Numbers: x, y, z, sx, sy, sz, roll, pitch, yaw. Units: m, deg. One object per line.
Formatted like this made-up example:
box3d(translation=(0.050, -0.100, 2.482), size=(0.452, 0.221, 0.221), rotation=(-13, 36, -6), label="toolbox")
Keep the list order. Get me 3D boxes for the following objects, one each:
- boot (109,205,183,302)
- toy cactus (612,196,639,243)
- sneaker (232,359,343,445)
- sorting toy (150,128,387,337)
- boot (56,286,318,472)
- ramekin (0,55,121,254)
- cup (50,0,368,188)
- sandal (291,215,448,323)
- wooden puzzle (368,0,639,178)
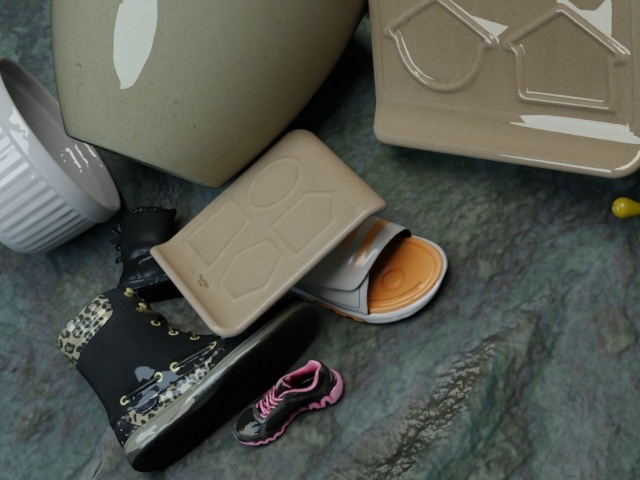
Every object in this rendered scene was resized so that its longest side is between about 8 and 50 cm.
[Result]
box3d(translation=(-0.162, 0.011, 2.042), size=(0.121, 0.045, 0.099), rotation=(-11, 58, 18), label="boot")
box3d(translation=(0.384, -0.061, 1.864), size=(0.219, 0.112, 0.180), rotation=(18, 50, 31), label="toy cactus")
box3d(translation=(-0.038, 0.154, 1.905), size=(0.119, 0.057, 0.047), rotation=(-33, 57, 1), label="sneaker")
box3d(translation=(-0.051, -0.007, 1.940), size=(0.208, 0.038, 0.193), rotation=(-39, 37, -4), label="sorting toy")
box3d(translation=(-0.138, 0.096, 1.954), size=(0.236, 0.085, 0.178), rotation=(-40, 59, -2), label="boot")
box3d(translation=(-0.315, -0.081, 2.061), size=(0.109, 0.207, 0.207), rotation=(-36, 55, 8), label="ramekin")
box3d(translation=(-0.144, -0.190, 2.015), size=(0.331, 0.331, 0.237), rotation=(19, 88, 28), label="cup")
box3d(translation=(-0.005, 0.009, 1.964), size=(0.265, 0.076, 0.102), rotation=(13, 67, 26), label="sandal")
box3d(translation=(0.185, -0.252, 1.885), size=(0.322, 0.348, 0.080), rotation=(11, 20, 38), label="wooden puzzle")
